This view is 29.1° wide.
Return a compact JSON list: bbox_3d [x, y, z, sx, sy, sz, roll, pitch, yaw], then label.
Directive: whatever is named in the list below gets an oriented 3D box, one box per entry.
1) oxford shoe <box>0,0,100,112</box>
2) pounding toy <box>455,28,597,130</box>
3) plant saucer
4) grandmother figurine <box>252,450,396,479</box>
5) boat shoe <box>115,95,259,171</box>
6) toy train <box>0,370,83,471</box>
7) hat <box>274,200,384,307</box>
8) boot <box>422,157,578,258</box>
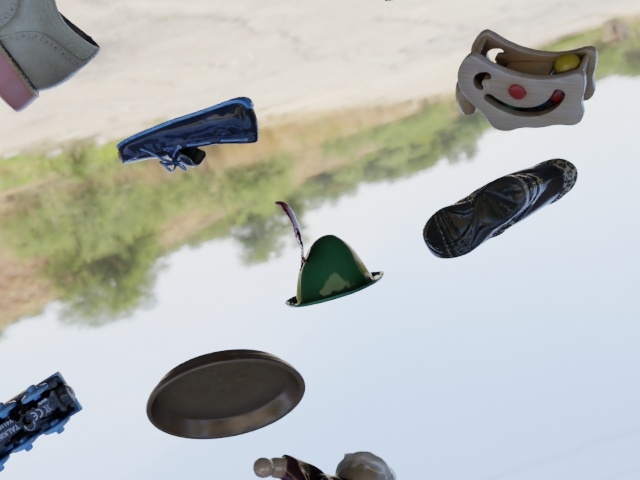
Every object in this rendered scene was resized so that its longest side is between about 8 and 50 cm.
[{"bbox_3d":[-0.388,-0.338,1.390,0.146,0.397,0.140,-30,-139,-5],"label":"oxford shoe"},{"bbox_3d":[0.324,-0.283,1.997,0.269,0.154,0.155,-1,-138,36],"label":"pounding toy"},{"bbox_3d":[-0.164,0.263,2.129,0.277,0.041,0.278,-9,146,-6],"label":"plant saucer"},{"bbox_3d":[-0.005,0.355,1.600,0.104,0.208,0.342,-49,162,27],"label":"grandmother figurine"},{"bbox_3d":[-0.219,-0.156,1.995,0.258,0.089,0.109,-15,-172,31],"label":"boat shoe"},{"bbox_3d":[-0.413,0.248,1.690,0.184,0.080,0.105,-33,-172,0],"label":"toy train"},{"bbox_3d":[0.000,0.000,2.038,0.173,0.184,0.208,-20,-174,-19],"label":"hat"},{"bbox_3d":[0.293,-0.052,1.998,0.178,0.085,0.236,-21,170,-42],"label":"boot"}]
